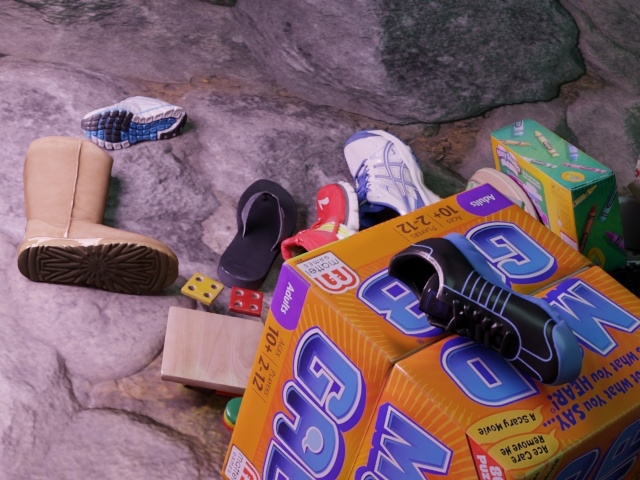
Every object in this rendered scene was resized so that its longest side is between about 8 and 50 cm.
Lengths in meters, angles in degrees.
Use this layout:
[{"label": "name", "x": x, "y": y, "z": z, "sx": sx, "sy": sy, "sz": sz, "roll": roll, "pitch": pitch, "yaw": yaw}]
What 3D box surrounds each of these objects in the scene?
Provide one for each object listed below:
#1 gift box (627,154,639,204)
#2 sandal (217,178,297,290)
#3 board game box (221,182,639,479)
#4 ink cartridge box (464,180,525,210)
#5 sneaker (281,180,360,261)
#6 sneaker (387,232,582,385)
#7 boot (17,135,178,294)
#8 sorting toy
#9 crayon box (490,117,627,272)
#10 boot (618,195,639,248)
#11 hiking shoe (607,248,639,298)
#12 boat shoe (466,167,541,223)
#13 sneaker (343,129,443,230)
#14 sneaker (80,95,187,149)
[{"label": "gift box", "x": 0.683, "y": -0.098, "z": 2.060, "sx": 0.255, "sy": 0.258, "sz": 0.276, "roll": -23, "pitch": 78, "yaw": -24}, {"label": "sandal", "x": -0.088, "y": -0.018, "z": 1.921, "sx": 0.097, "sy": 0.054, "sz": 0.254, "roll": 16, "pitch": 37, "yaw": -3}, {"label": "board game box", "x": 0.157, "y": 0.210, "z": 1.483, "sx": 0.356, "sy": 0.356, "sz": 0.356, "roll": -21, "pitch": 52, "yaw": -40}, {"label": "ink cartridge box", "x": 0.208, "y": 0.052, "z": 1.821, "sx": 0.093, "sy": 0.219, "sz": 0.160, "roll": 21, "pitch": 38, "yaw": -2}, {"label": "sneaker", "x": 0.000, "y": 0.000, "z": 1.902, "sx": 0.118, "sy": 0.107, "sz": 0.279, "roll": 3, "pitch": 36, "yaw": -4}, {"label": "sneaker", "x": 0.164, "y": 0.078, "z": 1.296, "sx": 0.090, "sy": 0.081, "sz": 0.232, "roll": -16, "pitch": 41, "yaw": -32}, {"label": "boot", "x": -0.323, "y": -0.048, "z": 1.838, "sx": 0.236, "sy": 0.089, "sz": 0.269, "roll": 9, "pitch": 37, "yaw": -13}, {"label": "sorting toy", "x": -0.146, "y": 0.153, "z": 1.689, "sx": 0.132, "sy": 0.046, "sz": 0.274, "roll": 11, "pitch": 38, "yaw": -9}, {"label": "crayon box", "x": 0.378, "y": -0.072, "z": 2.018, "sx": 0.081, "sy": 0.165, "sz": 0.278, "roll": -21, "pitch": 29, "yaw": -11}, {"label": "boot", "x": 0.573, "y": -0.051, "z": 2.220, "sx": 0.258, "sy": 0.095, "sz": 0.123, "roll": 10, "pitch": 31, "yaw": -24}, {"label": "hiking shoe", "x": 0.482, "y": 0.027, "z": 2.073, "sx": 0.227, "sy": 0.086, "sz": 0.114, "roll": 7, "pitch": 42, "yaw": -13}, {"label": "boat shoe", "x": 0.301, "y": -0.002, "z": 2.023, "sx": 0.098, "sy": 0.109, "sz": 0.302, "roll": -19, "pitch": 51, "yaw": -13}, {"label": "sneaker", "x": 0.102, "y": -0.077, "z": 2.029, "sx": 0.131, "sy": 0.112, "sz": 0.296, "roll": -10, "pitch": 44, "yaw": -31}, {"label": "sneaker", "x": -0.318, "y": -0.201, "z": 2.059, "sx": 0.191, "sy": 0.071, "sz": 0.083, "roll": -10, "pitch": 38, "yaw": -43}]
